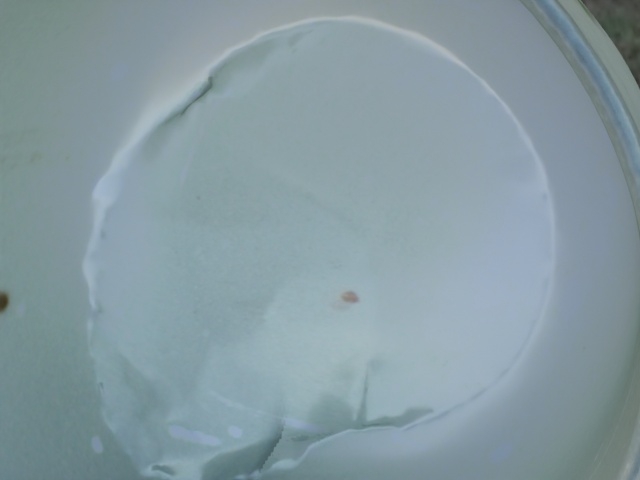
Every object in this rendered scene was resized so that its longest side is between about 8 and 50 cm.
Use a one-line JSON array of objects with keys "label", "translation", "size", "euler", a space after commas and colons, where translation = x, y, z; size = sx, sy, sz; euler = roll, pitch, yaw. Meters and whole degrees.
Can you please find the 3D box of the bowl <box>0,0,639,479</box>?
[{"label": "bowl", "translation": [0.000, 0.000, 0.538], "size": [0.277, 0.145, 0.277], "euler": [6, 105, 23]}]
